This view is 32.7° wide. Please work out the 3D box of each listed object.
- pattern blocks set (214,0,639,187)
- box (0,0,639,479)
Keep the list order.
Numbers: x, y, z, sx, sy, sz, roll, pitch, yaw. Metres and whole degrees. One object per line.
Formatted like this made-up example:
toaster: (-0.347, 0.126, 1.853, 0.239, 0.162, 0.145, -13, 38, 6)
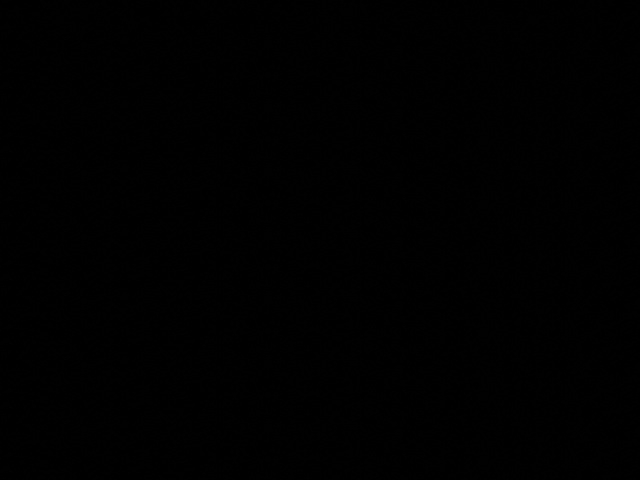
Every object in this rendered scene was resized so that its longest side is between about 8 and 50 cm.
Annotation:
pattern blocks set: (0.000, 0.000, 0.496, 0.325, 0.285, 0.026, -5, 26, 26)
box: (-0.143, 0.073, 0.262, 0.480, 0.297, 0.472, -13, 12, 19)
